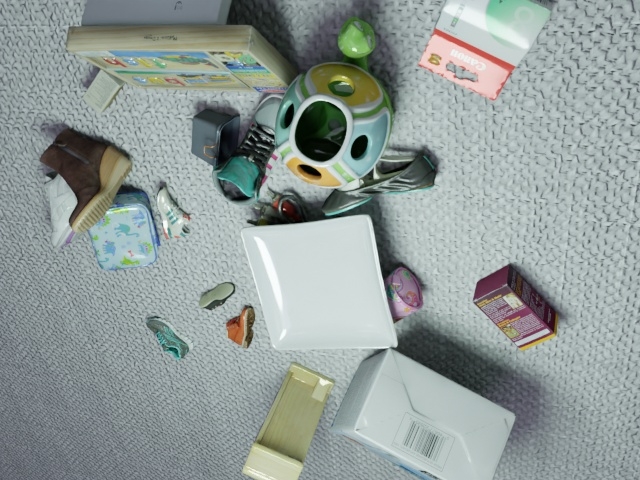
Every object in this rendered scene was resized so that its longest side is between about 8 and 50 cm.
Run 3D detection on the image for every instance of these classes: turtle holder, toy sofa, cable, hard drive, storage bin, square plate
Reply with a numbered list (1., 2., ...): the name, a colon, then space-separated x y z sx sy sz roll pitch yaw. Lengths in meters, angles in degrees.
1. turtle holder: 0.043 -0.253 1.388 0.320 0.227 0.243 -42 92 17
2. toy sofa: -0.092 0.543 1.977 0.150 0.363 0.177 24 125 3
3. cable: -0.038 -0.026 1.742 0.287 0.072 0.139 30 115 -18
4. hard drive: -0.319 -0.512 1.385 0.307 0.203 0.040 5 163 19
5. storage bin: -0.258 -0.240 1.631 0.091 0.098 0.135 25 132 16
6. square plate: 0.000 0.107 1.687 0.347 0.049 0.344 -5 110 25

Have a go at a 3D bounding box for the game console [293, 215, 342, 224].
1. game console: 0.000 0.000 1.712 0.071 0.107 0.122 26 130 48

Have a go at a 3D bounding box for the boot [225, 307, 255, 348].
1. boot: -0.239 0.248 2.013 0.084 0.059 0.158 23 132 11

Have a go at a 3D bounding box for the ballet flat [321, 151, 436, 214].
1. ballet flat: 0.121 -0.138 1.558 0.280 0.095 0.096 -15 109 19

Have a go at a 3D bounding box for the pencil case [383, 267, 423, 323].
1. pencil case: 0.129 0.177 1.766 0.124 0.124 0.284 45 130 -14

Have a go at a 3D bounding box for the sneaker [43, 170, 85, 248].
1. sneaker: -0.698 -0.110 1.904 0.152 0.114 0.305 36 122 2

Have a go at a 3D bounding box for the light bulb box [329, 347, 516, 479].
1. light bulb box: 0.247 0.473 1.780 0.357 0.225 0.361 28 162 0

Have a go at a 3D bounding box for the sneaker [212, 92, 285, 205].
1. sneaker: -0.158 -0.190 1.565 0.123 0.178 0.296 29 130 -1

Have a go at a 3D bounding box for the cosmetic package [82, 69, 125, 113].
1. cosmetic package: -0.523 -0.368 1.668 0.060 0.041 0.115 43 129 -13

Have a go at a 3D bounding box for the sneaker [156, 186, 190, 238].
1. sneaker: -0.388 -0.075 1.836 0.075 0.057 0.161 -2 125 3

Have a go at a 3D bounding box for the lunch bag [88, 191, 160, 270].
1. lunch bag: -0.534 -0.025 1.870 0.176 0.090 0.219 -9 129 -8

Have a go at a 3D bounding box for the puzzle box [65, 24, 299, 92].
1. puzzle box: -0.278 -0.374 1.438 0.408 0.272 0.052 6 87 19

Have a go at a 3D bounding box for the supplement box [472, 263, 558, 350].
1. supplement box: 0.467 0.162 1.643 0.188 0.081 0.104 44 129 -14

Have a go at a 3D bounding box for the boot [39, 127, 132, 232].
1. boot: -0.623 -0.154 1.749 0.206 0.249 0.090 25 154 6

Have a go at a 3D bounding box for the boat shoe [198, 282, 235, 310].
1. boat shoe: -0.291 0.162 1.978 0.133 0.049 0.042 -30 139 29

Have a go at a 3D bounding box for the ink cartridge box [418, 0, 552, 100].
1. ink cartridge box: 0.305 -0.386 1.313 0.180 0.056 0.225 26 129 2

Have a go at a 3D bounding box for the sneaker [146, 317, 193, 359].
1. sneaker: -0.477 0.307 2.139 0.166 0.076 0.065 36 129 -7
